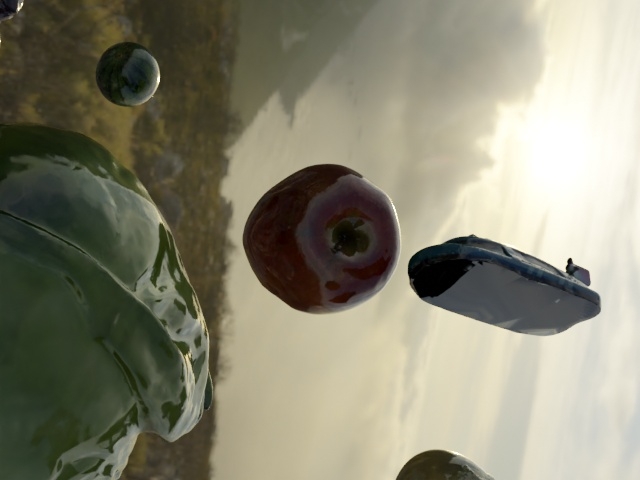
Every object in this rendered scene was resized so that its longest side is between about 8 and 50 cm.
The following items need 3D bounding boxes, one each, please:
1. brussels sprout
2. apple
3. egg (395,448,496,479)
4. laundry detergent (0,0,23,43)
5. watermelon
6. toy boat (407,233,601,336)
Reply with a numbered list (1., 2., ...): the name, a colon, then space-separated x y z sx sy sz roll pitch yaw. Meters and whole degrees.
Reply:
1. brussels sprout: -0.312 0.071 0.969 0.425 0.342 0.360 -33 144 -38
2. apple: 0.000 0.000 1.420 0.230 0.230 0.229 10 90 -82
3. egg: 0.182 0.388 1.349 0.164 0.164 0.201 -29 96 -79
4. laundry detergent: -0.483 -0.267 1.257 0.144 0.222 0.078 67 6 -55
5. watermelon: -0.295 -0.251 1.479 0.109 0.109 0.108 10 90 -82
6. toy boat: 0.246 0.043 1.324 0.134 0.299 0.092 -31 -132 45
